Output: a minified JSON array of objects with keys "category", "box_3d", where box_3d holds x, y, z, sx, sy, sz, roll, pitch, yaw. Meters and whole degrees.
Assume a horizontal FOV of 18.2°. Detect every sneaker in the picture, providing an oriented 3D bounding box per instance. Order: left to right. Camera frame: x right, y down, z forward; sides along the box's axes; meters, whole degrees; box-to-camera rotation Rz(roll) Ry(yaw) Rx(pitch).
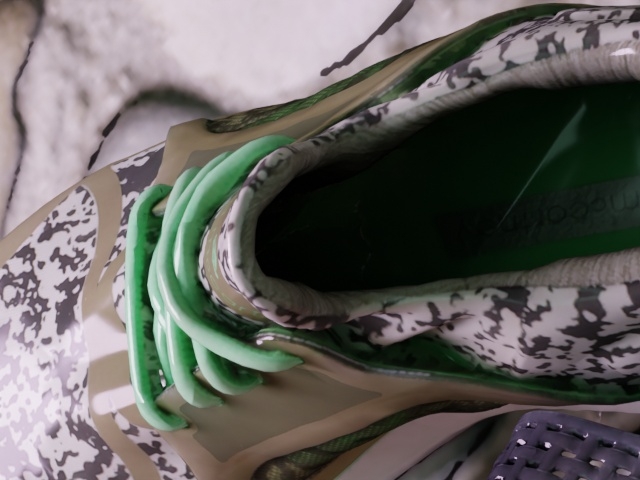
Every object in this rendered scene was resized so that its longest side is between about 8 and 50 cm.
[{"category":"sneaker","box_3d":[0.000,0.000,0.609,0.410,0.182,0.158,-19,73,30]}]

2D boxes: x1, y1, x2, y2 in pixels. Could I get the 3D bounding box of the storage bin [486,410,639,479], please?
[{"category":"storage bin","box_3d":[0.121,0.130,0.529,0.180,0.122,0.084,14,58,34]}]
